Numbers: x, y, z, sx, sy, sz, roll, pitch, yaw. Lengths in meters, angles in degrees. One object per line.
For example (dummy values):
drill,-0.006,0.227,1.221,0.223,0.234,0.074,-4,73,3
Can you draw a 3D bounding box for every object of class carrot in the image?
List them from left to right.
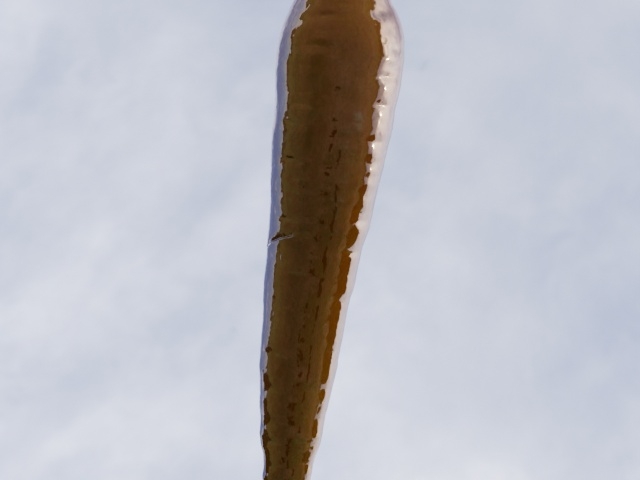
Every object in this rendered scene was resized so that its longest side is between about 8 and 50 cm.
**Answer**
carrot,0.000,0.000,0.711,0.069,0.069,0.336,8,-81,9
